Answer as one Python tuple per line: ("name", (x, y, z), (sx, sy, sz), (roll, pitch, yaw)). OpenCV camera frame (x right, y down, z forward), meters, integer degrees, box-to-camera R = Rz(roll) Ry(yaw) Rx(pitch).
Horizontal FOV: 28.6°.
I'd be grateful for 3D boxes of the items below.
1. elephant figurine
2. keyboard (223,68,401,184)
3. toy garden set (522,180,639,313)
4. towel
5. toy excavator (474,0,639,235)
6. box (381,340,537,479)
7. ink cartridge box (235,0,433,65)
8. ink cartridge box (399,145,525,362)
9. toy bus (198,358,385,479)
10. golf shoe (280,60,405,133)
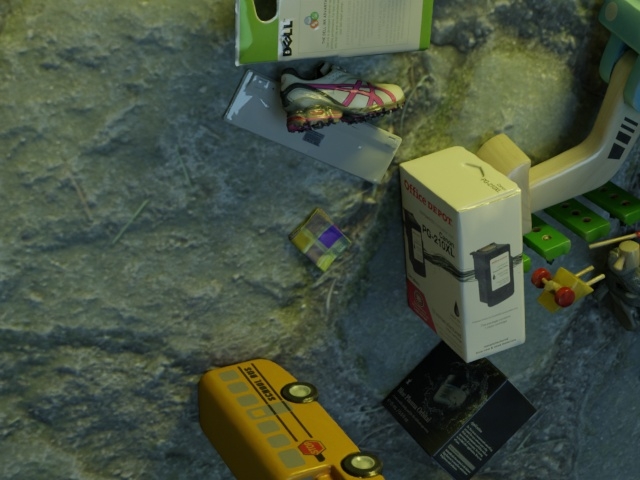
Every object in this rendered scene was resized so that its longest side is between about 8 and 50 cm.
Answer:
("elephant figurine", (0.497, 0.066, 1.907), (0.239, 0.186, 0.169), (39, 55, -11))
("keyboard", (-0.005, -0.142, 1.616), (0.256, 0.014, 0.072), (21, 108, -34))
("toy garden set", (0.362, 0.012, 1.766), (0.244, 0.204, 0.049), (-22, 123, -16))
("towel", (0.000, 0.000, 1.688), (0.060, 0.009, 0.083), (-45, 126, -2))
("toy excavator", (0.454, -0.204, 1.725), (0.433, 0.222, 0.445), (0, 122, -27))
("box", (0.199, 0.241, 1.824), (0.158, 0.156, 0.093), (-45, 125, -2))
("ink cartridge box", (0.005, -0.317, 1.482), (0.255, 0.097, 0.188), (-9, 118, -23))
("ink cartridge box", (0.191, 0.015, 1.697), (0.100, 0.172, 0.237), (-17, 121, -19))
("toy bus", (-0.037, 0.277, 1.606), (0.130, 0.333, 0.108), (-10, 118, -24))
("golf shoe", (0.032, -0.187, 1.576), (0.186, 0.067, 0.086), (-11, 87, -38))
